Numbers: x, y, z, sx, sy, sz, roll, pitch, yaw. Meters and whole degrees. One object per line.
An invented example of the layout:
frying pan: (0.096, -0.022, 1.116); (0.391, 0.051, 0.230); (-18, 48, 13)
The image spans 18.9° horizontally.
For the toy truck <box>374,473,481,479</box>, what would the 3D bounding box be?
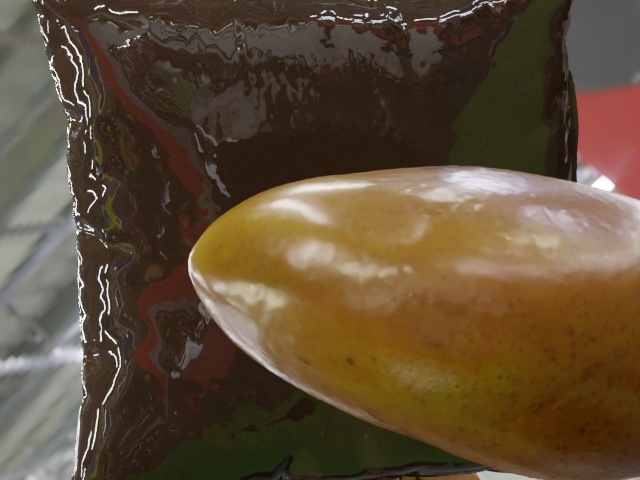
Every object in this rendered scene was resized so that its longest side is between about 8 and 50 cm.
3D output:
toy truck: (0.007, 0.246, 1.474); (0.239, 0.189, 0.265); (-2, 55, 58)

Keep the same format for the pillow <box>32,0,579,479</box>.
pillow: (0.000, 0.000, 1.084); (0.305, 0.307, 0.108); (-4, 9, -10)

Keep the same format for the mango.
mango: (0.064, 0.030, 0.855); (0.154, 0.252, 0.126); (-100, 26, -61)
